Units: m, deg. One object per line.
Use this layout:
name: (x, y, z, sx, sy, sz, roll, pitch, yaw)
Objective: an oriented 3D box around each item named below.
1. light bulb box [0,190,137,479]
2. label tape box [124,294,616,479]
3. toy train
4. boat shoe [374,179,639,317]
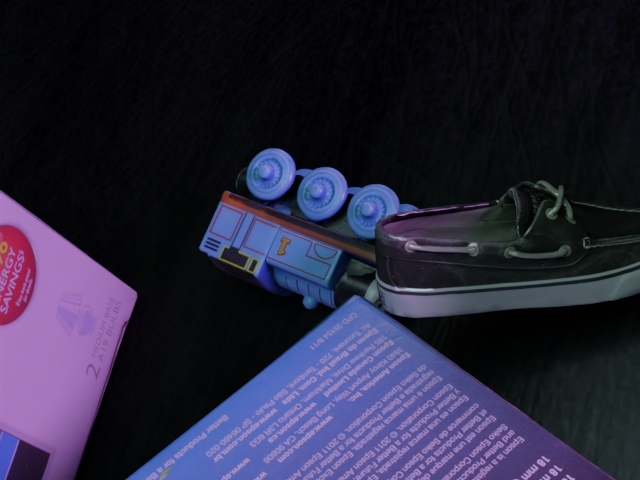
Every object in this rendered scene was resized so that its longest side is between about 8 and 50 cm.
light bulb box: (-0.391, 0.144, 0.996, 0.361, 0.225, 0.357, 5, 68, 28)
label tape box: (0.056, 0.211, 0.758, 0.241, 0.105, 0.334, -37, 51, -22)
toy train: (0.000, 0.000, 0.961, 0.184, 0.080, 0.105, 22, 86, 31)
boat shoe: (0.145, 0.000, 0.841, 0.219, 0.070, 0.077, -9, 29, -4)
